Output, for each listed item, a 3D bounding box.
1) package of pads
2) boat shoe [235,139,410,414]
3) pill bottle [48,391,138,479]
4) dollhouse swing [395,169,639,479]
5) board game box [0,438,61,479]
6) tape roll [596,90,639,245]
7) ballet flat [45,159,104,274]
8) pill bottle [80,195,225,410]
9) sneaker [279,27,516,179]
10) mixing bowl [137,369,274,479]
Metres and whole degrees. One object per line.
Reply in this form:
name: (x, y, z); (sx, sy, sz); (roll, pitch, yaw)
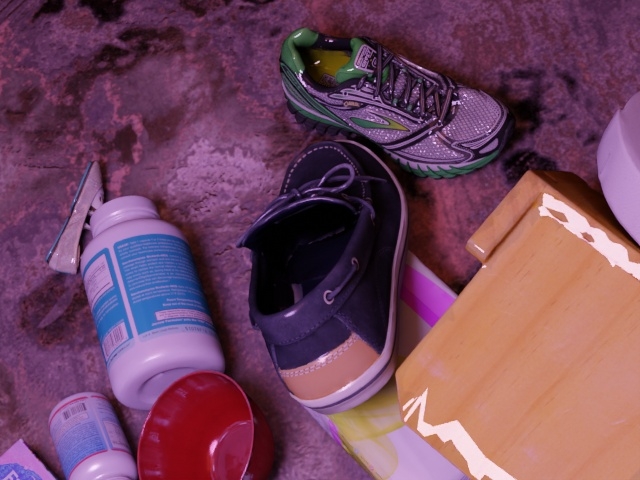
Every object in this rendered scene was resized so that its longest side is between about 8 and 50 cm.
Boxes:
package of pads: (0.111, 0.175, 1.862); (0.229, 0.101, 0.296); (-42, 60, -9)
boat shoe: (0.000, 0.000, 1.859); (0.187, 0.156, 0.500); (-29, 28, 18)
pill bottle: (-0.276, 0.270, 1.906); (0.087, 0.087, 0.160); (-29, 47, -1)
dollhouse swing: (0.306, 0.142, 1.767); (0.347, 0.315, 0.305); (38, 105, 16)
board game box: (-0.382, 0.457, 1.864); (0.318, 0.066, 0.319); (-43, 61, -10)
tape roll: (0.512, -0.051, 1.770); (0.392, 0.072, 0.392); (12, 38, -9)
ballet flat: (-0.324, -0.029, 2.123); (0.052, 0.057, 0.168); (23, 72, -5)
pill bottle: (-0.222, 0.074, 1.978); (0.146, 0.146, 0.264); (-21, 60, 3)
sneaker: (0.091, -0.184, 2.032); (0.344, 0.146, 0.134); (17, 68, 21)
mixing bowl: (-0.123, 0.256, 1.869); (0.181, 0.098, 0.181); (-14, 65, 33)
